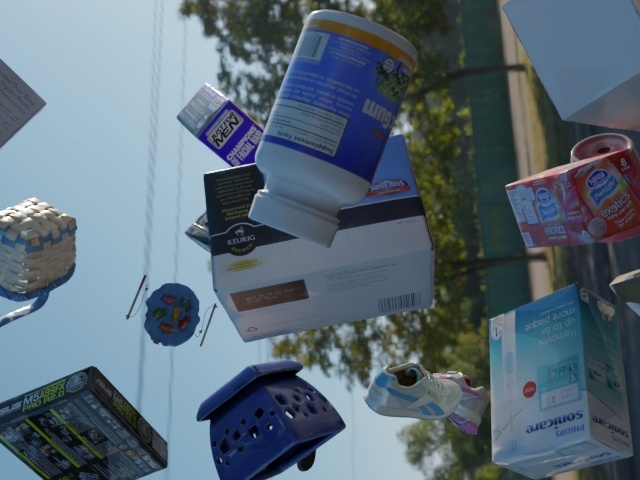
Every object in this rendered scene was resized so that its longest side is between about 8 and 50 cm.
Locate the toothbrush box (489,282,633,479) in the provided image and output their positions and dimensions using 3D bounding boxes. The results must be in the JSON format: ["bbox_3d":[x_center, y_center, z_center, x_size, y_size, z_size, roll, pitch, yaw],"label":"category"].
[{"bbox_3d":[0.428,0.259,1.541,0.126,0.216,0.295,27,-128,-29],"label":"toothbrush box"}]

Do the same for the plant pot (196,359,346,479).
[{"bbox_3d":[-0.123,0.405,1.916,0.212,0.236,0.236,58,-157,18],"label":"plant pot"}]

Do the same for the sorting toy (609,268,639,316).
[{"bbox_3d":[0.650,0.117,1.403,0.255,0.089,0.257,44,168,4],"label":"sorting toy"}]

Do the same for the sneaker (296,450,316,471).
[{"bbox_3d":[-0.054,0.563,2.315,0.051,0.089,0.170,51,-143,-26],"label":"sneaker"}]

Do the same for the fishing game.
[{"bbox_3d":[-0.420,0.213,2.419,0.264,0.041,0.189,31,-107,-34],"label":"fishing game"}]

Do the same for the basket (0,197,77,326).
[{"bbox_3d":[-0.668,0.063,1.885,0.255,0.201,0.288,-39,-31,-66],"label":"basket"}]

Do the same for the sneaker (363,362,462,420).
[{"bbox_3d":[0.200,0.296,1.684,0.087,0.229,0.092,52,127,45],"label":"sneaker"}]

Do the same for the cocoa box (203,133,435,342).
[{"bbox_3d":[0.000,0.000,1.434,0.231,0.347,0.227,76,-177,-61],"label":"cocoa box"}]

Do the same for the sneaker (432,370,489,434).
[{"bbox_3d":[0.315,0.374,2.084,0.111,0.252,0.103,-47,-47,-18],"label":"sneaker"}]

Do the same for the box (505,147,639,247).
[{"bbox_3d":[0.438,-0.067,1.464,0.257,0.123,0.128,167,82,-79],"label":"box"}]

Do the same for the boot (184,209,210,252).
[{"bbox_3d":[-0.151,-0.072,2.121,0.138,0.377,0.284,43,-107,-37],"label":"boot"}]

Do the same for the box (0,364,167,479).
[{"bbox_3d":[-0.441,0.364,1.567,0.060,0.216,0.270,-101,-14,-50],"label":"box"}]

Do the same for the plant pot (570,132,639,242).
[{"bbox_3d":[0.625,-0.125,1.846,0.201,0.201,0.180,-80,-27,-53],"label":"plant pot"}]

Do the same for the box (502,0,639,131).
[{"bbox_3d":[0.479,-0.310,1.343,0.345,0.168,0.214,-3,-115,-49],"label":"box"}]

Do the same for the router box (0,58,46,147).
[{"bbox_3d":[-0.775,-0.284,1.670,0.335,0.301,0.082,45,162,-16],"label":"router box"}]

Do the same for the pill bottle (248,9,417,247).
[{"bbox_3d":[0.008,-0.135,1.068,0.152,0.152,0.271,19,-89,-78],"label":"pill bottle"}]

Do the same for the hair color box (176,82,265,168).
[{"bbox_3d":[-0.130,-0.173,1.791,0.339,0.110,0.185,38,-177,-31],"label":"hair color box"}]
